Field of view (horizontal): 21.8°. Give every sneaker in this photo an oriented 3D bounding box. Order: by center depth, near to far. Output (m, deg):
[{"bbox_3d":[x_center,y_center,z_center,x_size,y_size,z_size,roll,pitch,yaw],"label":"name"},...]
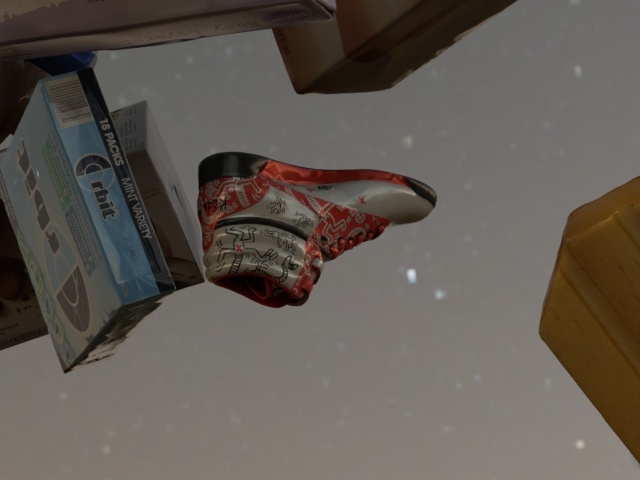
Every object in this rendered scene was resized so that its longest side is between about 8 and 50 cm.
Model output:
[{"bbox_3d":[-0.001,0.000,1.702,0.270,0.145,0.090,7,-19,-28],"label":"sneaker"}]

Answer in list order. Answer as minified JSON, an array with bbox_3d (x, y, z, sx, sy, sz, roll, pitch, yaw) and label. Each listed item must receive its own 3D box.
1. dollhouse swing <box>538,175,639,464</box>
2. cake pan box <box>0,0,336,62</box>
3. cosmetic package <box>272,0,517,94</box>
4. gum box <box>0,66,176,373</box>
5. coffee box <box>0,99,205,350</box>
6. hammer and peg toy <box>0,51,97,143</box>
[{"bbox_3d":[0.285,0.132,0.702,0.346,0.315,0.305,-29,-55,27],"label":"dollhouse swing"},{"bbox_3d":[-0.121,-0.248,1.058,0.266,0.246,0.070,-5,-2,15],"label":"cake pan box"},{"bbox_3d":[0.084,-0.260,1.509,0.129,0.153,0.296,-8,-18,-41],"label":"cosmetic package"},{"bbox_3d":[-0.164,-0.008,1.119,0.041,0.157,0.184,-17,-10,-24],"label":"gum box"},{"bbox_3d":[-0.285,-0.004,1.680,0.297,0.119,0.168,-18,-60,4],"label":"coffee box"},{"bbox_3d":[-0.211,-0.251,1.445,0.127,0.266,0.361,34,-34,4],"label":"hammer and peg toy"}]
